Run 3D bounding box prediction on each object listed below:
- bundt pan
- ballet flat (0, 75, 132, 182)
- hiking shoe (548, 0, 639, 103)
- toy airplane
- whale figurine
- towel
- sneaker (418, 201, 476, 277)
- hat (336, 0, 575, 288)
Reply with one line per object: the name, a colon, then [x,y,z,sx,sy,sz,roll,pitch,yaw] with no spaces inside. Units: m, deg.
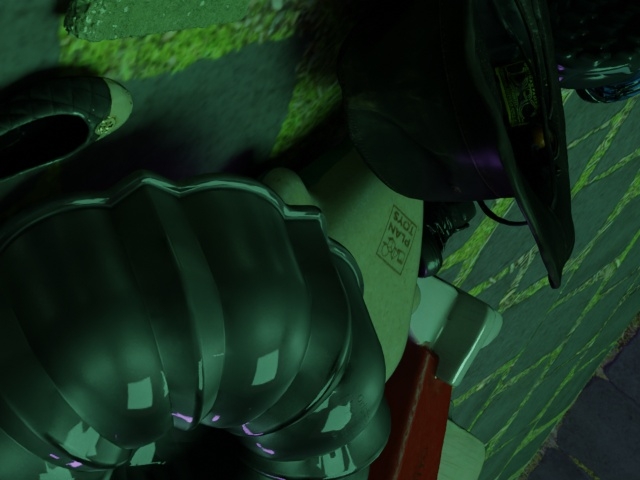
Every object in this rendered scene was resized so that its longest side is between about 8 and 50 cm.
bundt pan: [-0.100,0.125,0.795,0.330,0.124,0.331,-14,132,-16]
ballet flat: [-0.163,-0.043,0.662,0.173,0.049,0.057,-29,154,-42]
hiking shoe: [0.286,-0.176,1.234,0.304,0.113,0.132,-25,149,-47]
toy airplane: [0.024,0.192,1.248,0.384,0.272,0.386,-43,125,-43]
whale figurine: [0.000,0.000,0.992,0.216,0.141,0.272,37,71,-47]
towel: [-0.068,-0.157,0.678,0.148,0.027,0.110,-24,151,-49]
sneaker: [0.101,-0.022,1.137,0.089,0.170,0.051,-18,113,-9]
hat: [0.087,-0.110,0.879,0.133,0.332,0.331,-7,168,17]
